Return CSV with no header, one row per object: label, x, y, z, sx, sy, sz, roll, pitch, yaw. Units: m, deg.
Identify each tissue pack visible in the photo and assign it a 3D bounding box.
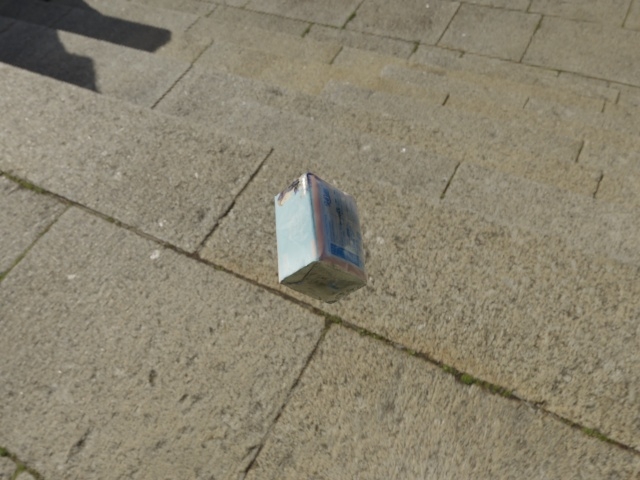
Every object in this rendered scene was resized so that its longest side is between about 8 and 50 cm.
tissue pack,0.000,0.000,0.447,0.058,0.074,0.095,-30,49,33
